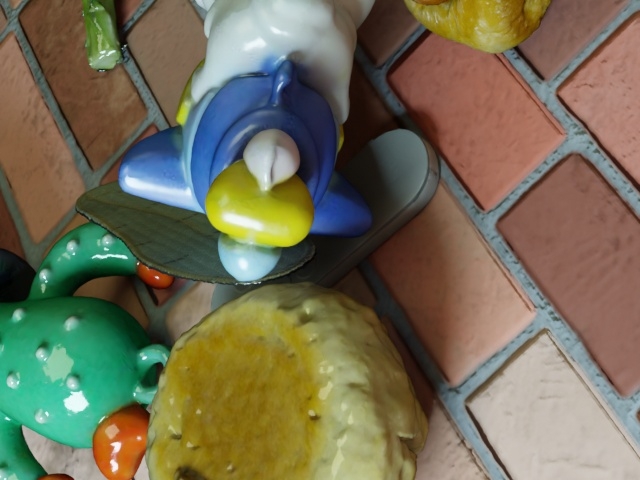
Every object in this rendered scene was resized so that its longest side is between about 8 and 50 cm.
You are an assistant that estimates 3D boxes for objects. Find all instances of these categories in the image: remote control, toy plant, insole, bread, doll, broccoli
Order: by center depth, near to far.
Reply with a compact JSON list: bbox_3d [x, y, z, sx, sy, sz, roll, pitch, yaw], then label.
[{"bbox_3d":[-0.019,0.152,0.973,0.244,0.134,0.244,-15,66,38],"label":"bread"},{"bbox_3d":[-0.047,-0.140,0.998,0.187,0.376,0.365,6,81,14],"label":"doll"},{"bbox_3d":[0.000,0.000,1.087,0.245,0.022,0.077,-41,53,20],"label":"remote control"},{"bbox_3d":[-0.118,-0.013,1.115,0.348,0.119,0.009,23,130,56],"label":"insole"},{"bbox_3d":[-0.289,0.092,1.193,0.400,0.185,0.279,9,50,34],"label":"toy plant"},{"bbox_3d":[-0.239,-0.273,1.352,0.118,0.122,0.204,-32,69,44],"label":"broccoli"}]

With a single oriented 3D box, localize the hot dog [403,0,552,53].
[{"bbox_3d":[0.138,-0.281,0.992,0.150,0.153,0.256,37,98,41],"label":"hot dog"}]
